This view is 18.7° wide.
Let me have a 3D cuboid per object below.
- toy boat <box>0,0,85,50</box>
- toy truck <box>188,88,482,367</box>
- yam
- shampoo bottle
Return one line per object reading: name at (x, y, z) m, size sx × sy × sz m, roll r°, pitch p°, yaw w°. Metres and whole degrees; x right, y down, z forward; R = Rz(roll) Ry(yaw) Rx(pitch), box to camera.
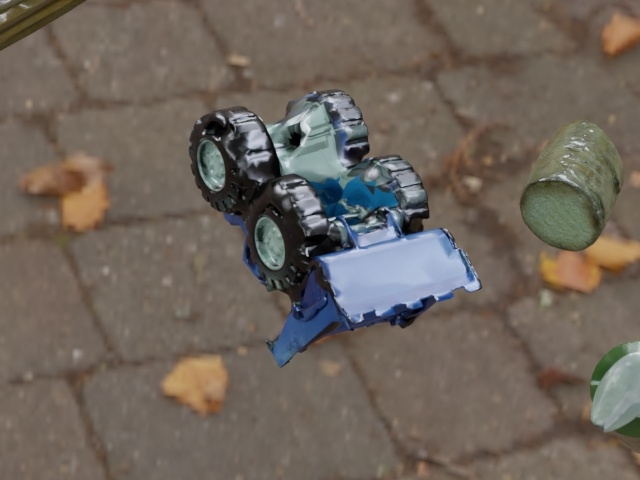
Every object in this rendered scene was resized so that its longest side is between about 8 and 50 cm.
toy boat at (-0.208, -0.171, 1.088) m, size 0.445 × 0.162 × 0.136 m, roll -33°, pitch 85°, yaw -38°
toy truck at (0.000, 0.000, 1.306) m, size 0.113 × 0.126 × 0.208 m, roll -13°, pitch 47°, yaw -31°
yam at (0.186, -0.042, 1.406) m, size 0.069 × 0.070 × 0.146 m, roll 20°, pitch 28°, yaw 10°
shampoo bottle at (0.203, 0.101, 1.223) m, size 0.065 × 0.204 × 0.065 m, roll -3°, pitch 79°, yaw 13°
